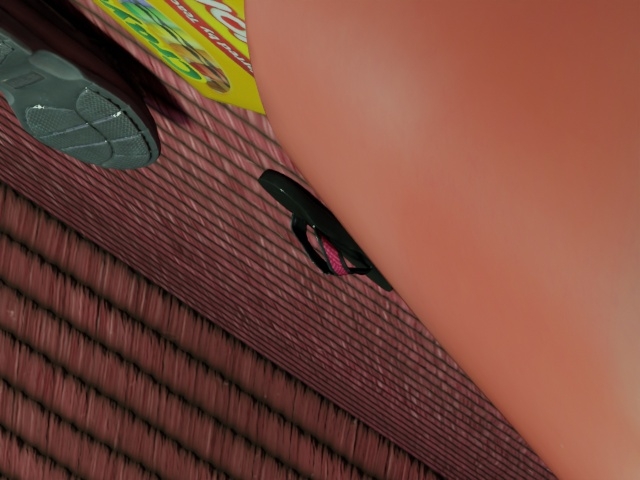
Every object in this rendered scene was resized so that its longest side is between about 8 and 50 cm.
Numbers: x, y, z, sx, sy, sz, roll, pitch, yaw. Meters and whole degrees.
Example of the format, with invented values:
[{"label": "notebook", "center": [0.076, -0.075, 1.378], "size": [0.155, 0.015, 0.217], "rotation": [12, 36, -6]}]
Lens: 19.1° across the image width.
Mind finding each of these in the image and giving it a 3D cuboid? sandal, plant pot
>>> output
[{"label": "sandal", "center": [0.000, 0.000, 1.697], "size": [0.179, 0.040, 0.067], "rotation": [40, 168, -37]}, {"label": "plant pot", "center": [0.120, -0.047, 0.506], "size": [0.275, 0.275, 0.243], "rotation": [40, 176, -38]}]

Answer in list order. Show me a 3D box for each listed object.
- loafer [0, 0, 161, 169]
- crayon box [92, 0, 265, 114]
[{"label": "loafer", "center": [-0.223, -0.156, 1.557], "size": [0.109, 0.095, 0.302], "rotation": [-9, 153, 28]}, {"label": "crayon box", "center": [-0.047, -0.143, 1.011], "size": [0.202, 0.081, 0.318], "rotation": [39, 169, -37]}]
